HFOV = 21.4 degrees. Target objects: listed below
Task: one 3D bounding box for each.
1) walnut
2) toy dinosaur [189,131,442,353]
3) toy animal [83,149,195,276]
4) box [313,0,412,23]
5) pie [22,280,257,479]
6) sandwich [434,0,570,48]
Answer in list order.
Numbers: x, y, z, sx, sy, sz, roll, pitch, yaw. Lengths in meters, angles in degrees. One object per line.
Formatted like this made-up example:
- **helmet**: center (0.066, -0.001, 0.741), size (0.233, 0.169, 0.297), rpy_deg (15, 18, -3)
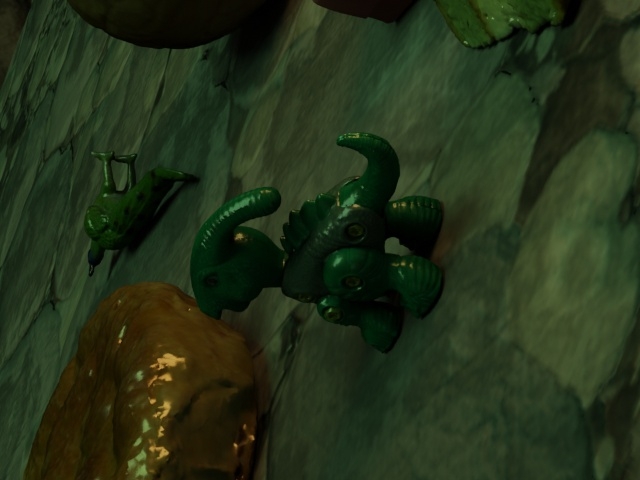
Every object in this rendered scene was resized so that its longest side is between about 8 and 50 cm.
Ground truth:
- **walnut**: center (-0.097, -0.213, 1.132), size (0.207, 0.167, 0.167), rpy_deg (-23, 50, 64)
- **toy dinosaur**: center (0.000, 0.000, 0.725), size (0.132, 0.096, 0.059), rpy_deg (123, 157, -44)
- **toy animal**: center (-0.142, -0.041, 1.265), size (0.217, 0.041, 0.075), rpy_deg (-38, 55, 56)
- **box**: center (0.044, -0.202, 0.866), size (0.111, 0.060, 0.156), rpy_deg (134, 151, -55)
- **pie**: center (-0.126, 0.180, 0.943), size (0.339, 0.083, 0.339), rpy_deg (-161, 90, -75)
- **sandwich**: center (0.113, -0.197, 0.734), size (0.187, 0.144, 0.117), rpy_deg (-37, 12, -14)
